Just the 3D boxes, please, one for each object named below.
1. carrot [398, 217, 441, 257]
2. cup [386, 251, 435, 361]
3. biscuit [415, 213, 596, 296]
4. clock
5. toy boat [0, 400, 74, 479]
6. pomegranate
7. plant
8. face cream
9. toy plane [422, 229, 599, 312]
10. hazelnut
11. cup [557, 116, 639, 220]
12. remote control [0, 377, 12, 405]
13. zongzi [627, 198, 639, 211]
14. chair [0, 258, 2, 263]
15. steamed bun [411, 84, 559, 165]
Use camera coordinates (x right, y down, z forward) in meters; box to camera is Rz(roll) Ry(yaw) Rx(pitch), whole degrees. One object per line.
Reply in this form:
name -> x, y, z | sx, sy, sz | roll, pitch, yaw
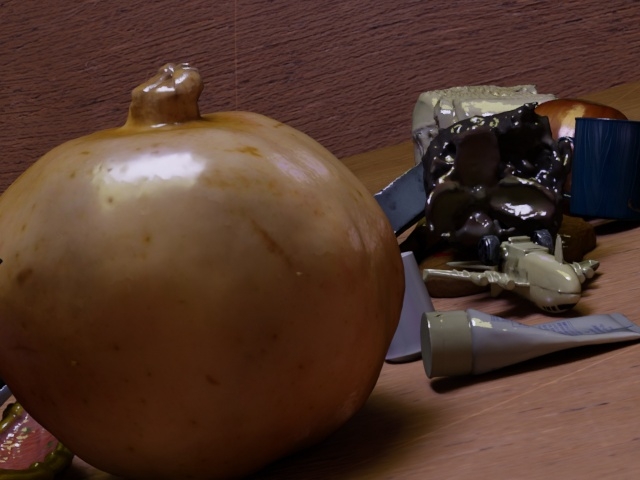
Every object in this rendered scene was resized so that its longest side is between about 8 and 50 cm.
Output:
carrot -> 0.140, 0.007, 2.199 | 0.049, 0.049, 0.254 | -10, 14, 31
cup -> 0.084, 0.078, 1.652 | 0.074, 0.116, 0.104 | -20, 3, -35
biscuit -> 0.245, 0.014, 1.970 | 0.257, 0.049, 0.273 | -15, 11, 2
clock -> 0.098, -0.033, 2.079 | 0.313, 0.061, 0.312 | -37, -3, -2
toy boat -> -0.321, 0.226, 1.484 | 0.141, 0.099, 0.318 | -11, 7, 3
pomegranate -> -0.131, 0.030, 1.388 | 0.412, 0.411, 0.411 | -15, 9, 2
plant -> 0.219, -0.077, 1.836 | 0.204, 0.178, 0.234 | -8, -2, -2
face cream -> 0.219, 0.100, 1.489 | 0.224, 0.070, 0.114 | -4, 9, -5
toy plane -> 0.245, 0.035, 1.707 | 0.229, 0.092, 0.244 | -4, 2, -17
hazelnut -> 0.367, -0.118, 2.173 | 0.214, 0.176, 0.214 | -45, 12, 13
cup -> 0.401, -0.101, 2.028 | 0.114, 0.138, 0.150 | 3, 5, -24
remote control -> -0.423, 0.209, 1.658 | 0.244, 0.047, 0.087 | -37, 8, 37
zongzi -> 0.456, -0.018, 1.647 | 0.248, 0.111, 0.241 | -15, 14, 38
chair -> -0.458, 0.123, 1.334 | 0.416, 0.203, 0.240 | -55, 5, 7
steamed bun -> 0.292, -0.156, 2.439 | 0.275, 0.206, 0.320 | 0, 9, 0
